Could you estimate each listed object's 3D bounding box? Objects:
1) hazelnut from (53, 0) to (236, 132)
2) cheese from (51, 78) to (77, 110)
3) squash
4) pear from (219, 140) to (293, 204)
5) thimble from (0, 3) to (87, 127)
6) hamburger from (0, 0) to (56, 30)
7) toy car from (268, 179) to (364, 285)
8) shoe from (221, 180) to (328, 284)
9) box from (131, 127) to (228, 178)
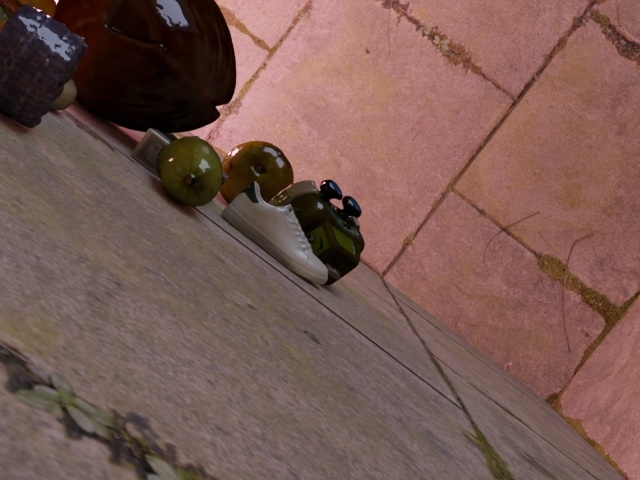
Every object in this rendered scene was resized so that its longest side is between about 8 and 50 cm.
[{"bbox_3d":[-0.393,-0.416,1.652,0.402,0.402,0.429,39,-4,20],"label":"hazelnut"},{"bbox_3d":[-0.504,-0.296,1.342,0.137,0.064,0.227,37,2,-27],"label":"cheese"},{"bbox_3d":[-0.230,-0.121,1.342,0.123,0.123,0.187,36,3,-20],"label":"squash"},{"bbox_3d":[-0.160,-0.154,1.863,0.200,0.200,0.200,37,4,-3],"label":"pear"},{"bbox_3d":[-0.387,-0.231,0.997,0.097,0.150,0.150,33,5,-18],"label":"thimble"},{"bbox_3d":[-0.546,-0.382,1.170,0.246,0.170,0.246,39,-6,5],"label":"hamburger"},{"bbox_3d":[0.000,0.000,1.716,0.248,0.204,0.198,36,26,-45],"label":"toy car"},{"bbox_3d":[-0.076,-0.018,1.579,0.265,0.110,0.095,34,3,-3],"label":"shoe"},{"bbox_3d":[-0.288,-0.156,1.577,0.164,0.069,0.256,37,4,-5],"label":"box"}]
